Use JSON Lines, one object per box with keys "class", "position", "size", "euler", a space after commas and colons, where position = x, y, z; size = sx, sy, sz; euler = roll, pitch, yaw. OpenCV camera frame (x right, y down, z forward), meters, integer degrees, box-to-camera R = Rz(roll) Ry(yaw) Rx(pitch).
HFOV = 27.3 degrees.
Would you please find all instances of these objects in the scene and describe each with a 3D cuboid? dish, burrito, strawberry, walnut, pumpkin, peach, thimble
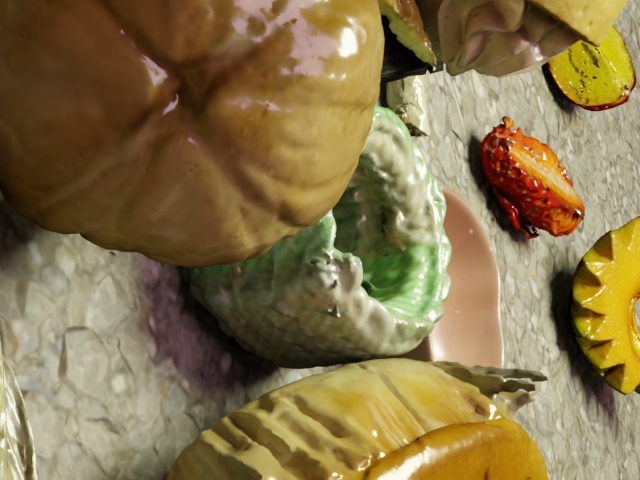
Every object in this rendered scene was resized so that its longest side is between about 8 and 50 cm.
{"class": "dish", "position": [0.098, 0.059, 1.264], "size": [0.213, 0.090, 0.213], "euler": [27, 58, -56]}
{"class": "burrito", "position": [0.085, -0.197, 1.364], "size": [0.041, 0.045, 0.186], "euler": [0, 81, -23]}
{"class": "strawberry", "position": [0.240, -0.072, 1.564], "size": [0.188, 0.082, 0.121], "euler": [33, 33, -39]}
{"class": "walnut", "position": [-0.095, -0.127, 0.823], "size": [0.313, 0.277, 0.252], "euler": [-107, -142, -71]}
{"class": "pumpkin", "position": [0.360, 0.093, 1.704], "size": [0.130, 0.149, 0.254], "euler": [-21, 108, -16]}
{"class": "peach", "position": [0.354, -0.248, 1.785], "size": [0.172, 0.092, 0.127], "euler": [37, 44, -33]}
{"class": "thimble", "position": [0.000, 0.000, 1.059], "size": [0.219, 0.150, 0.219], "euler": [28, 56, -53]}

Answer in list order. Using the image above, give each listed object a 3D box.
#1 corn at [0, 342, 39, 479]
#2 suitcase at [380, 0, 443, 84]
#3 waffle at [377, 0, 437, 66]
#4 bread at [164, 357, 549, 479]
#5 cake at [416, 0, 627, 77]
{"class": "corn", "position": [-0.221, 0.067, 0.695], "size": [0.123, 0.122, 0.305], "euler": [159, -78, -76]}
{"class": "suitcase", "position": [0.013, -0.242, 1.156], "size": [0.335, 0.152, 0.230], "euler": [-25, 101, -58]}
{"class": "waffle", "position": [0.028, -0.207, 1.011], "size": [0.125, 0.032, 0.191], "euler": [-36, 109, -54]}
{"class": "bread", "position": [0.041, 0.220, 0.984], "size": [0.388, 0.183, 0.236], "euler": [-10, 126, -49]}
{"class": "cake", "position": [0.148, -0.224, 1.099], "size": [0.208, 0.178, 0.185], "euler": [46, 13, 6]}
